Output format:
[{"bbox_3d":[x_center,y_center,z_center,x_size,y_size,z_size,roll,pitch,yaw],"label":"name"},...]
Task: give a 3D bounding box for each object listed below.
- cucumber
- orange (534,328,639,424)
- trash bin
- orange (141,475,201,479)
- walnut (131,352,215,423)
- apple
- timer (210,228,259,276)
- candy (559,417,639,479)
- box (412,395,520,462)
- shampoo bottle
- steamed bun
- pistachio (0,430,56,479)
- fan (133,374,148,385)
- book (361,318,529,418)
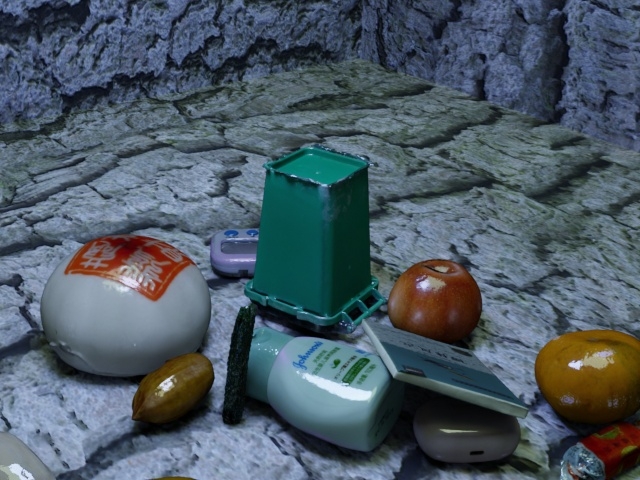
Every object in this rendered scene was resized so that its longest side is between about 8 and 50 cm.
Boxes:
[{"bbox_3d":[-0.157,0.235,1.656,0.043,0.257,0.044,22,24,29],"label":"cucumber"},{"bbox_3d":[0.548,0.272,1.731,0.240,0.171,0.240,-7,8,1],"label":"orange"},{"bbox_3d":[0.000,0.000,1.998,0.295,0.381,0.259,18,32,28],"label":"trash bin"},{"bbox_3d":[-0.238,0.467,1.307,0.334,0.196,0.262,0,12,10],"label":"orange"},{"bbox_3d":[-0.291,0.293,1.704,0.116,0.116,0.207,20,39,31],"label":"walnut"},{"bbox_3d":[0.264,0.133,1.988,0.210,0.173,0.235,10,27,15],"label":"apple"},{"bbox_3d":[-0.183,0.031,2.268,0.208,0.069,0.191,1,27,-6],"label":"timer"},{"bbox_3d":[0.537,0.394,1.619,0.292,0.059,0.086,-15,35,-30],"label":"candy"},{"bbox_3d":[0.275,0.354,1.641,0.200,0.088,0.146,0,24,-8],"label":"box"},{"bbox_3d":[-0.021,0.275,1.706,0.349,0.151,0.222,16,37,27],"label":"shampoo bottle"},{"bbox_3d":[-0.421,0.116,1.893,0.374,0.241,0.374,3,22,-1],"label":"steamed bun"},{"bbox_3d":[-0.527,0.396,1.447,0.215,0.144,0.144,27,35,30],"label":"pistachio"},{"bbox_3d":[-0.337,0.274,1.841,0.085,0.005,0.133,16,30,26],"label":"fan"},{"bbox_3d":[0.231,0.245,1.719,0.264,0.031,0.379,17,6,-10],"label":"book"}]
